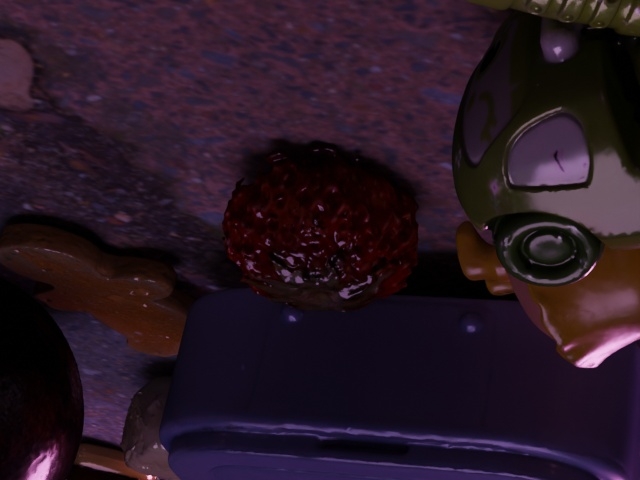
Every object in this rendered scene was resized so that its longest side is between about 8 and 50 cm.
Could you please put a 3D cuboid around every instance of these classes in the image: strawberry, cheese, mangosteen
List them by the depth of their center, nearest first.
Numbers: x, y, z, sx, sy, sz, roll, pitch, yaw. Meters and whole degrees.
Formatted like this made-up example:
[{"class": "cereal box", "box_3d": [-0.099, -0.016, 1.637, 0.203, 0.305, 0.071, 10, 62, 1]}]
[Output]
[{"class": "strawberry", "box_3d": [0.000, 0.000, 1.253, 0.145, 0.086, 0.145, 10, 159, 4]}, {"class": "mangosteen", "box_3d": [-0.336, 0.131, 1.493, 0.288, 0.288, 0.288, 9, 157, 4]}, {"class": "cheese", "box_3d": [-0.202, 0.262, 2.013, 0.163, 0.036, 0.086, 15, 154, -11]}]

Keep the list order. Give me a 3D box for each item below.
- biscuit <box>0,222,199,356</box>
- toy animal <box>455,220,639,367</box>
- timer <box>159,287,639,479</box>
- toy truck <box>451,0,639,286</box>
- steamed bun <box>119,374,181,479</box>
[{"class": "biscuit", "box_3d": [-0.169, 0.040, 1.487, 0.153, 0.030, 0.234, -12, 148, 41]}, {"class": "toy animal", "box_3d": [0.201, 0.011, 1.125, 0.230, 0.156, 0.156, -1, 155, 34]}, {"class": "timer", "box_3d": [0.085, 0.158, 1.469, 0.395, 0.173, 0.395, 8, 156, 3]}, {"class": "toy truck", "box_3d": [0.163, -0.084, 0.935, 0.187, 0.148, 0.210, 6, 136, 7]}, {"class": "steamed bun", "box_3d": [-0.128, 0.176, 1.710, 0.113, 0.090, 0.130, 13, 159, -11]}]
